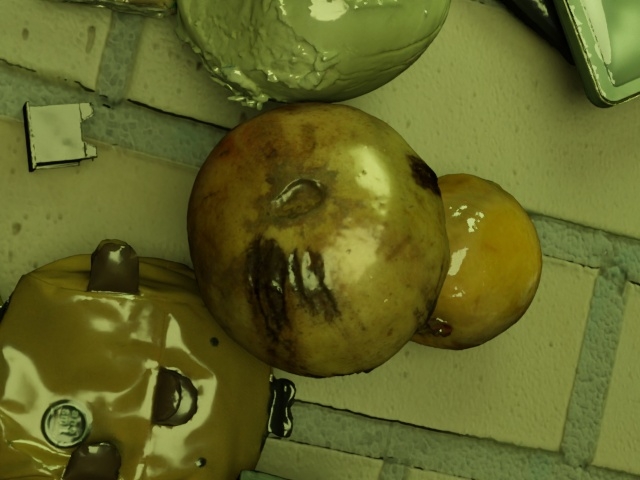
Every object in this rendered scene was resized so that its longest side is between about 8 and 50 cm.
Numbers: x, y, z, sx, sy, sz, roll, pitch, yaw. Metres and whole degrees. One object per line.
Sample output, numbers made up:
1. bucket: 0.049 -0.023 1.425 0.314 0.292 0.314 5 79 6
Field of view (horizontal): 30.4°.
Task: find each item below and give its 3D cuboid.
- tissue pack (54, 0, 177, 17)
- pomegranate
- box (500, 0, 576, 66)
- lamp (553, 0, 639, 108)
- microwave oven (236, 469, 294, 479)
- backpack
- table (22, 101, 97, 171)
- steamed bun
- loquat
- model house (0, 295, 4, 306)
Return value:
1. tissue pack: -0.260 -0.402 1.483 0.186 0.090 0.222 5 88 -11
2. pomegranate: 0.000 0.000 1.365 0.322 0.322 0.322 0 91 -13
3. box: 0.367 -0.452 1.630 0.359 0.091 0.350 38 82 -12
4. lamp: 0.441 -0.343 1.582 0.269 0.047 0.266 -23 98 -12
5. microwave oven: -0.055 0.438 1.432 0.237 0.181 0.295 18 130 -12
6. backpack: -0.226 0.177 1.442 0.378 0.201 0.354 5 90 -15
7. table: -0.327 -0.132 1.481 0.082 0.070 0.083 -6 91 -17
8. steamed bun: -0.009 -0.290 1.444 0.312 0.334 0.233 -11 138 -31
9. loquat: 0.177 0.030 1.542 0.238 0.193 0.238 3 85 -37
10. model house: -0.499 0.048 1.406 0.219 0.136 0.207 -13 95 -13
